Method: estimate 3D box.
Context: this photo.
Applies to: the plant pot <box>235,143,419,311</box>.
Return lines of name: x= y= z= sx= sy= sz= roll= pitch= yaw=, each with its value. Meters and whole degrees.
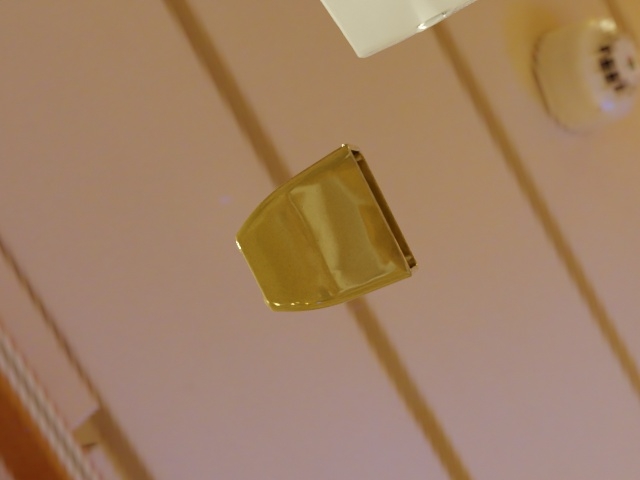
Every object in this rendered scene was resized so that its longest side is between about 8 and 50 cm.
plant pot: x=0.000 y=0.000 z=0.993 sx=0.081 sy=0.083 sz=0.081 roll=64 pitch=-173 yaw=1

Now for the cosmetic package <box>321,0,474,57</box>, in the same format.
cosmetic package: x=0.021 y=-0.344 z=1.249 sx=0.156 sy=0.217 sz=0.385 roll=-41 pitch=-78 yaw=-28
